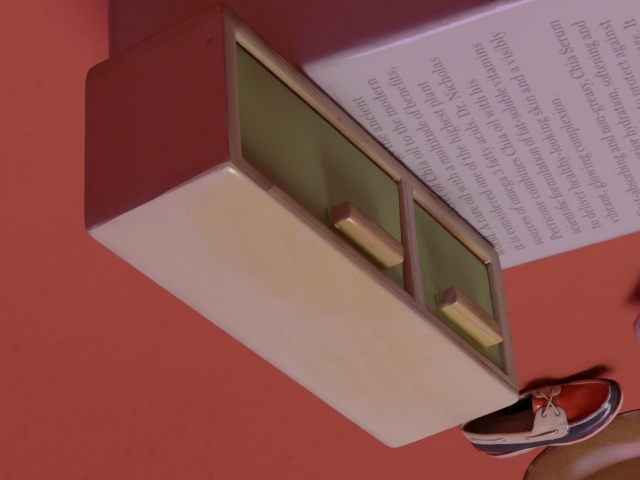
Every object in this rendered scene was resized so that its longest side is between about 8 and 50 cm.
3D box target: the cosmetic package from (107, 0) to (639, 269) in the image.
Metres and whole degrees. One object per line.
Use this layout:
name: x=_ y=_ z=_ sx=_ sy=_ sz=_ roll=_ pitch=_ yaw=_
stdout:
cosmetic package: x=0.133 y=-0.121 z=1.043 sx=0.453 sy=0.161 sz=0.230 roll=-17 pitch=143 yaw=15

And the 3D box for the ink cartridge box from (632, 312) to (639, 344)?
ink cartridge box: x=0.360 y=0.014 z=1.378 sx=0.225 sy=0.056 sz=0.181 roll=-12 pitch=149 yaw=-23

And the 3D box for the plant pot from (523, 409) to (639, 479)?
plant pot: x=0.296 y=0.217 z=1.653 sx=0.236 sy=0.032 sz=0.236 roll=-4 pitch=144 yaw=-3

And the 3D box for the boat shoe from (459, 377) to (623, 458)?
boat shoe: x=0.177 y=0.139 z=1.518 sx=0.137 sy=0.049 sz=0.043 roll=-22 pitch=139 yaw=30

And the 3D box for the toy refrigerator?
toy refrigerator: x=0.000 y=0.000 z=0.973 sx=0.094 sy=0.102 sz=0.269 roll=-24 pitch=140 yaw=25
